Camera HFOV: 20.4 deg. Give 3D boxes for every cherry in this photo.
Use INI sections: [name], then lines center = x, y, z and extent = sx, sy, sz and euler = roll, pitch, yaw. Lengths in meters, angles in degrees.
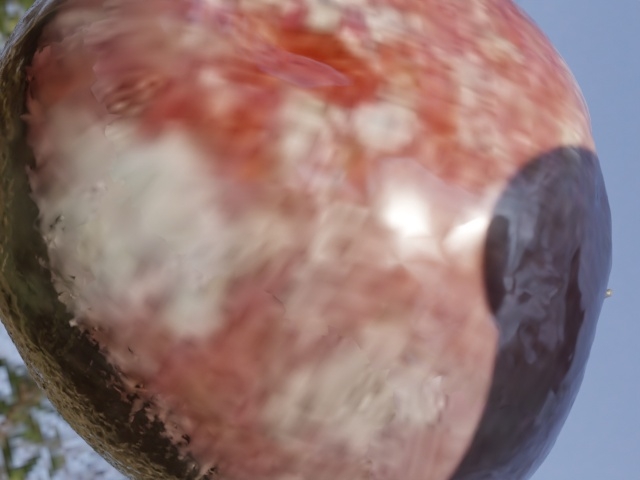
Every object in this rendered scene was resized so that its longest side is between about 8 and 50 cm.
[cherry]
center = 0.000, 0.000, 0.667
extent = 0.213, 0.285, 0.236
euler = -49, -138, 33
